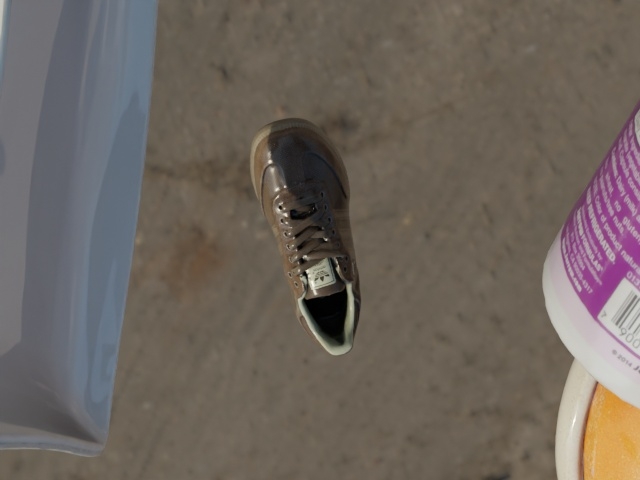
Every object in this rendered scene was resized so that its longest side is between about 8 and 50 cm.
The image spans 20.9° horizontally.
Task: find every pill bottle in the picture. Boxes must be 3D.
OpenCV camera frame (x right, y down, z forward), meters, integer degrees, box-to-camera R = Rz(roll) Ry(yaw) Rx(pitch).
[{"bbox_3d":[0.255,-0.049,0.945,0.169,0.169,0.301,1,134,-30],"label":"pill bottle"}]

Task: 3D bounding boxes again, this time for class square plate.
[{"bbox_3d":[-0.148,-0.061,0.929,0.049,0.347,0.344,4,173,6],"label":"square plate"}]

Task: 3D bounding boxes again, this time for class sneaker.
[{"bbox_3d":[0.000,0.000,1.222,0.066,0.071,0.188,-19,131,-2],"label":"sneaker"}]

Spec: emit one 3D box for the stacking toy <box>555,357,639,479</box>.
[{"bbox_3d":[0.457,0.201,1.401,0.350,0.480,0.351,-18,121,-31],"label":"stacking toy"}]
